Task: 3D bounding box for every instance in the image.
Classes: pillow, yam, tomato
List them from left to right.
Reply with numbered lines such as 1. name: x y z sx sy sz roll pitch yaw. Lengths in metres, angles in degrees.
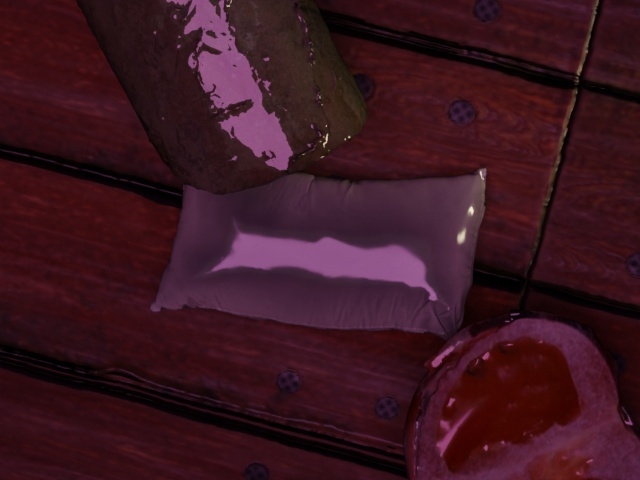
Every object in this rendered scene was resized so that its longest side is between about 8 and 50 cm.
1. yam: -0.098 -0.185 1.410 0.168 0.168 0.304 -27 96 10
2. pillow: -0.001 -0.001 1.473 0.254 0.078 0.144 6 90 5
3. tomato: 0.144 0.169 1.447 0.199 0.112 0.228 -22 95 -21
